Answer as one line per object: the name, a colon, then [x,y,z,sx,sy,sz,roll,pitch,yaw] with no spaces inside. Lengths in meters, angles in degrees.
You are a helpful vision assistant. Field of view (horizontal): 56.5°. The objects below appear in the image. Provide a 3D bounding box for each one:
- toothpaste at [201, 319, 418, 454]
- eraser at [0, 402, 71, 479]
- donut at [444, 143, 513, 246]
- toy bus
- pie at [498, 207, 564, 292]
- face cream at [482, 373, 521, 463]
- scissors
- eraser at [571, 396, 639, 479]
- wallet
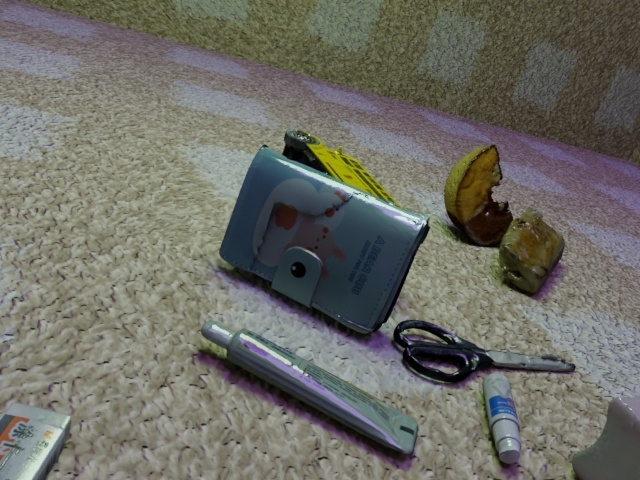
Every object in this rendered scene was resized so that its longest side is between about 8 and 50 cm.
toothpaste: [-0.014,0.151,0.635,0.255,0.037,0.067,26,19,7]
eraser: [-0.232,0.172,0.436,0.052,0.029,0.122,17,24,-5]
donut: [0.322,-0.087,1.238,0.141,0.217,0.085,-25,25,-16]
toy bus: [0.024,-0.061,0.986,0.152,0.144,0.330,6,28,-27]
pie: [0.417,0.013,1.175,0.129,0.068,0.282,50,37,6]
face cream: [0.210,0.205,0.688,0.034,0.034,0.130,20,25,1]
scissors: [0.239,0.161,0.820,0.300,0.022,0.109,10,29,-21]
eraser: [0.494,0.287,0.623,0.359,0.122,0.272,6,25,-29]
wallet: [0.000,0.000,0.799,0.250,0.176,0.075,25,11,13]
